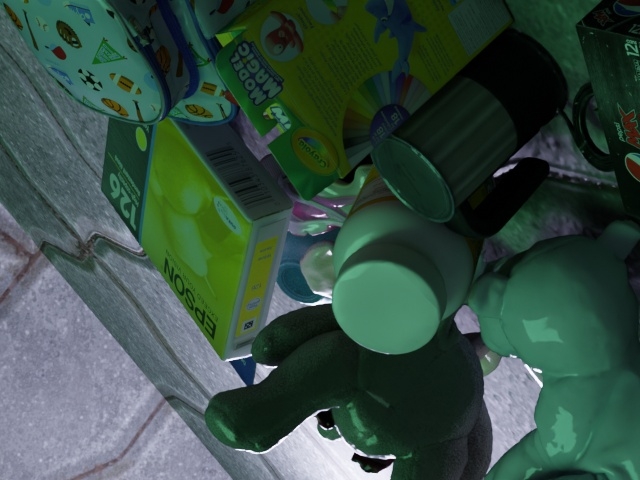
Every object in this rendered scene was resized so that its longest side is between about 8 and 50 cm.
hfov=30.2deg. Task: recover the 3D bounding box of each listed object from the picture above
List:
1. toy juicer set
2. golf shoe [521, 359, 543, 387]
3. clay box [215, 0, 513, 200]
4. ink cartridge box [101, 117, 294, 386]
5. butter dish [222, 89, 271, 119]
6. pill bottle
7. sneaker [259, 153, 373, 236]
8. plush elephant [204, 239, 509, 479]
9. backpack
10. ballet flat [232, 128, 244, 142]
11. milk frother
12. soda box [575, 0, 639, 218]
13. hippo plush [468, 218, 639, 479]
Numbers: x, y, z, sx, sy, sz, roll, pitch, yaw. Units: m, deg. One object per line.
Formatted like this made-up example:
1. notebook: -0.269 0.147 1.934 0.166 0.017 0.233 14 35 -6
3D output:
1. toy juicer set: 0.000 0.000 1.388 0.329 0.089 0.209 25 138 12
2. golf shoe: 0.257 0.171 1.157 0.186 0.086 0.067 46 162 8
3. clay box: 0.026 -0.142 0.840 0.127 0.222 0.053 56 158 -22
4. ink cartridge box: -0.155 -0.019 1.345 0.304 0.072 0.307 50 141 31
5. butter dish: 0.017 -0.156 1.006 0.160 0.118 0.160 10 175 -26
6. pill bottle: 0.077 -0.001 0.991 0.117 0.208 0.118 8 122 13
7. sneaker: 0.016 -0.068 1.199 0.252 0.103 0.111 14 138 46
8. plush elephant: 0.063 0.140 1.237 0.272 0.330 0.255 35 177 -3
9. backpack: -0.157 -0.225 1.109 0.276 0.213 0.263 24 160 42
10. ballet flat: -0.136 -0.110 1.486 0.188 0.070 0.070 22 148 49
11. milk frother: 0.137 -0.073 0.871 0.129 0.135 0.143 51 160 -12
12. soda box: 0.224 -0.086 0.788 0.060 0.053 0.169 26 151 46
13. hippo plush: 0.196 0.124 0.972 0.237 0.234 0.294 60 178 -1
